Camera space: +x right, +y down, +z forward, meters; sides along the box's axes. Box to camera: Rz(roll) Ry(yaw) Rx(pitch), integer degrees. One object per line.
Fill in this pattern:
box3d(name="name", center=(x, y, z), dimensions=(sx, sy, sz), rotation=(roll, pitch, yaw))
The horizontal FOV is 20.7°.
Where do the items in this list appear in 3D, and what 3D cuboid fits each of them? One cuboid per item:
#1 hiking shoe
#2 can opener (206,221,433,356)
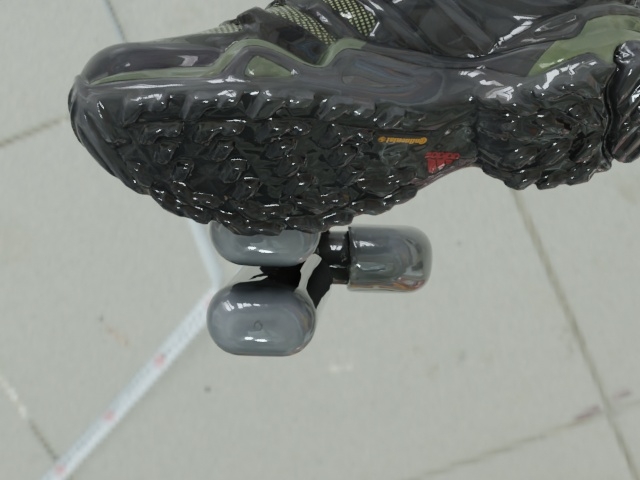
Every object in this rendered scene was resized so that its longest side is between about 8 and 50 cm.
box3d(name="hiking shoe", center=(0.017, -0.072, 0.673), dimensions=(0.227, 0.114, 0.086), rotation=(-4, 140, -3))
box3d(name="can opener", center=(0.000, 0.000, 0.819), dimensions=(0.093, 0.280, 0.074), rotation=(1, 95, 8))
